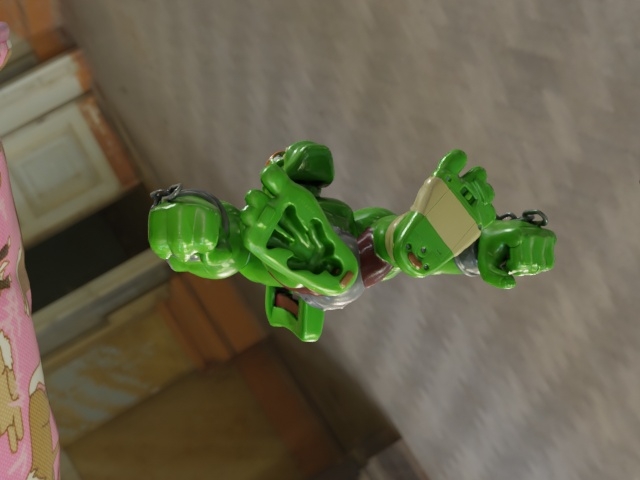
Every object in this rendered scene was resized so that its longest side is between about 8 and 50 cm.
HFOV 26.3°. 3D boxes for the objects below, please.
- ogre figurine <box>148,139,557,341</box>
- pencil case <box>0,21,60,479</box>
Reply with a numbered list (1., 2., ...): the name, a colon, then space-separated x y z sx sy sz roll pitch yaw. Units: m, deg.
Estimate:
1. ogre figurine: 0.000 0.000 0.663 0.118 0.197 0.096 -6 102 63
2. pencil case: -0.188 0.087 0.631 0.167 0.160 0.386 -1 104 28
